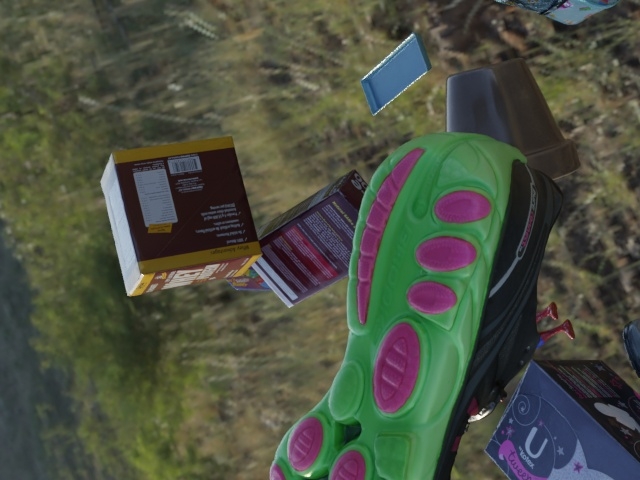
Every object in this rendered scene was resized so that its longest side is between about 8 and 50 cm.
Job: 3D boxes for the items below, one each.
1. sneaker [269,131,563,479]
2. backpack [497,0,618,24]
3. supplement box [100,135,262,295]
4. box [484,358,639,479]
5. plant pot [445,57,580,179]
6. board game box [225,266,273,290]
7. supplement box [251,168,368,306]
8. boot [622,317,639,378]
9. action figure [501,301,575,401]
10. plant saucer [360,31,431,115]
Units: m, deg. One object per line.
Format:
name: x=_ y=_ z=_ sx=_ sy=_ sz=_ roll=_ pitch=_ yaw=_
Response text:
sneaker: x=0.101 y=0.140 z=0.960 sx=0.185 sy=0.202 sz=0.483 roll=40 pitch=120 yaw=41
backpack: x=0.333 y=-0.390 z=1.454 sx=0.144 sy=0.188 sz=0.166 roll=-21 pitch=56 yaw=51
supplement box: x=-0.215 y=-0.037 z=1.632 sx=0.129 sy=0.191 sz=0.194 roll=138 pitch=119 yaw=-65
box: x=0.353 y=0.285 z=1.354 sx=0.247 sy=0.142 sz=0.163 roll=49 pitch=124 yaw=48
plant pot: x=0.336 y=-0.215 z=1.992 sx=0.263 sy=0.263 sz=0.229 roll=-176 pitch=71 yaw=-68
board game box: x=-0.096 y=0.027 z=1.895 sx=0.033 sy=0.169 sz=0.133 roll=93 pitch=179 yaw=-51
supplement box: x=0.000 y=0.000 z=1.692 sx=0.239 sy=0.073 sz=0.130 roll=-30 pitch=107 yaw=39
boot: x=0.503 y=0.163 z=1.357 sx=0.161 sy=0.083 sz=0.246 roll=-59 pitch=44 yaw=39
action figure: x=0.334 y=0.236 z=1.980 sx=0.091 sy=0.280 sz=0.139 roll=46 pitch=-152 yaw=-23
plant saucer: x=0.122 y=-0.268 z=1.727 sx=0.192 sy=0.018 sz=0.067 roll=-33 pitch=74 yaw=60
